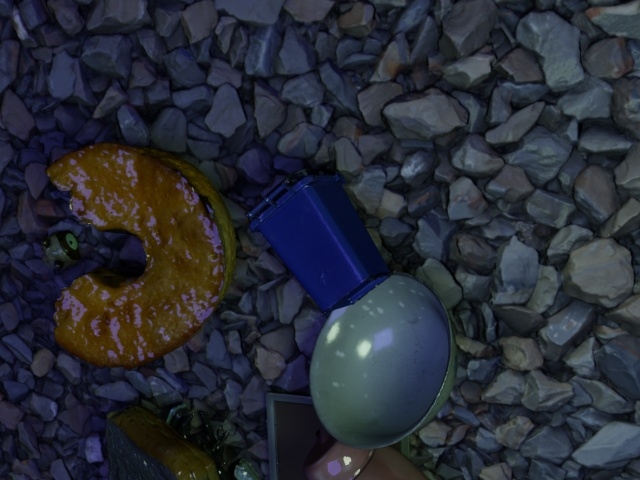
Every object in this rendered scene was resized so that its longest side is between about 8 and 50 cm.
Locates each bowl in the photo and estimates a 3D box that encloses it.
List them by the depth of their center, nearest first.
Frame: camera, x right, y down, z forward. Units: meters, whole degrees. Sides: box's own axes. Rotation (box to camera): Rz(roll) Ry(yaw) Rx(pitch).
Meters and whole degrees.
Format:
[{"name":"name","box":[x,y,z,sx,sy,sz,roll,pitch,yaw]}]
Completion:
[{"name":"bowl","box":[0.142,0.225,1.518,0.313,0.146,0.313,-25,52,36]}]

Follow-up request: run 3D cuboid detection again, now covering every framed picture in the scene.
[{"name":"framed picture","box":[0.035,0.414,1.693,0.293,0.018,0.231,3,104,19]}]

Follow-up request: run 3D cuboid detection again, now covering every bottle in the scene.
[{"name":"bottle","box":[0.106,0.459,1.573,0.297,0.206,0.173,43,100,-5]}]

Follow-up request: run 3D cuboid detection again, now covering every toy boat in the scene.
[{"name":"toy boat","box":[-0.308,0.398,1.792,0.066,0.059,0.139,32,118,40]}]

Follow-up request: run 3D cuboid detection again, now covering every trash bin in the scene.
[{"name":"trash bin","box":[0.000,0.000,1.493,0.162,0.184,0.234,-39,77,25]}]

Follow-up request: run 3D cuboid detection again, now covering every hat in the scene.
[{"name":"hat","box":[-0.542,0.024,1.777,0.076,0.059,0.077,-4,107,25]}]

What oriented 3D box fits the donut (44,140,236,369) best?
[{"name":"donut","box":[-0.332,0.028,1.651,0.378,0.163,0.434,13,105,15]}]

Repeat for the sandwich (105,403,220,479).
[{"name":"sandwich","box":[-0.317,0.492,1.720,0.301,0.099,0.271,24,126,40]}]

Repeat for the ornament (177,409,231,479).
[{"name":"ornament","box":[-0.238,0.460,1.760,0.202,0.080,0.236,-17,93,50]}]

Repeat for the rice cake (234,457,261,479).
[{"name":"rice cake","box":[-0.111,0.540,1.762,0.034,0.043,0.210,-35,89,12]}]
